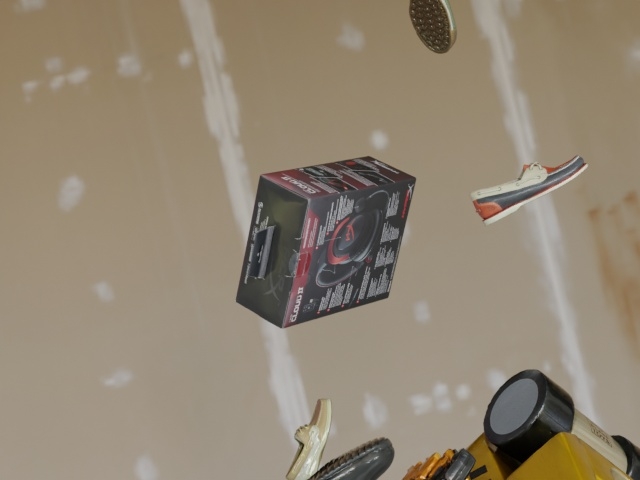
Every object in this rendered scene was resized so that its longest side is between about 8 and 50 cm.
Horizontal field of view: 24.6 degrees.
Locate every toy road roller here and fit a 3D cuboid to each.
[{"bbox_3d":[0.243,0.324,1.547,0.240,0.202,0.329,-46,25,15],"label":"toy road roller"}]

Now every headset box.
[{"bbox_3d":[0.000,0.000,2.274,0.110,0.218,0.293,27,26,34],"label":"headset box"}]

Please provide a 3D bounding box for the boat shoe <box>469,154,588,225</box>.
[{"bbox_3d":[0.237,-0.065,1.667,0.137,0.043,0.049,-28,-3,9],"label":"boat shoe"}]

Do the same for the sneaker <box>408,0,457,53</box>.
[{"bbox_3d":[0.153,-0.354,1.980,0.064,0.192,0.086,5,45,38],"label":"sneaker"}]

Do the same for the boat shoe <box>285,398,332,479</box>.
[{"bbox_3d":[-0.017,0.293,2.149,0.045,0.135,0.050,17,-16,-9],"label":"boat shoe"}]

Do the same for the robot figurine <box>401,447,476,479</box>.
[{"bbox_3d":[0.060,0.327,1.452,0.291,0.085,0.211,-46,-1,-22],"label":"robot figurine"}]

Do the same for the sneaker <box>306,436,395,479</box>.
[{"bbox_3d":[-0.006,0.398,1.931,0.330,0.146,0.122,-42,-5,5],"label":"sneaker"}]
